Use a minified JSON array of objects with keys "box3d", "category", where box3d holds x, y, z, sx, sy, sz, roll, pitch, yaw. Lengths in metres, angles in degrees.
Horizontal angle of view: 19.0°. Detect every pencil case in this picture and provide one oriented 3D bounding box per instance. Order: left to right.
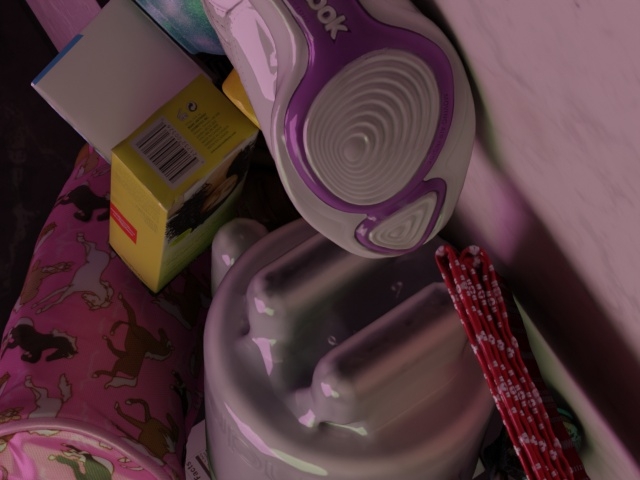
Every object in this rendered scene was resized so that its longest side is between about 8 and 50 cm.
[{"box3d":[-0.153,0.071,1.492,0.386,0.167,0.160,-76,-20,-49],"category":"pencil case"}]

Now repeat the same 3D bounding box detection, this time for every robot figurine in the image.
[{"box3d":[0.018,0.112,1.338,0.300,0.200,0.353,54,162,22],"category":"robot figurine"}]

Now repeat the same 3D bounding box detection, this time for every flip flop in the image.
[{"box3d":[-0.030,-0.027,1.433,0.277,0.080,0.112,23,156,32],"category":"flip flop"}]

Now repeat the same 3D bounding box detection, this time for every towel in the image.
[{"box3d":[0.144,0.135,1.109,0.199,0.031,0.275,33,-146,-76],"category":"towel"}]

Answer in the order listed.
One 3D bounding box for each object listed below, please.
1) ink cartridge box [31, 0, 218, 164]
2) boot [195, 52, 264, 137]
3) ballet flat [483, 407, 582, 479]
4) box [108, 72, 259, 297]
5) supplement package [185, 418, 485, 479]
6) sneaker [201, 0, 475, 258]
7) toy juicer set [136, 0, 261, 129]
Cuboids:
[{"box3d":[-0.136,-0.113,1.360,0.090,0.092,0.143,44,-178,-5],"category":"ink cartridge box"},{"box3d":[-0.096,-0.169,1.551,0.208,0.076,0.189,59,173,39],"category":"boot"},{"box3d":[0.145,0.167,1.350,0.070,0.070,0.188,54,173,19],"category":"ballet flat"},{"box3d":[-0.099,-0.033,1.322,0.058,0.087,0.232,46,166,6],"category":"box"},{"box3d":[0.002,0.202,1.754,0.134,0.244,0.139,48,169,48],"category":"supplement package"},{"box3d":[-0.004,-0.134,1.037,0.152,0.114,0.305,-107,-7,-65],"category":"sneaker"},{"box3d":[-0.064,-0.167,1.312,0.329,0.089,0.209,46,-176,30],"category":"toy juicer set"}]
